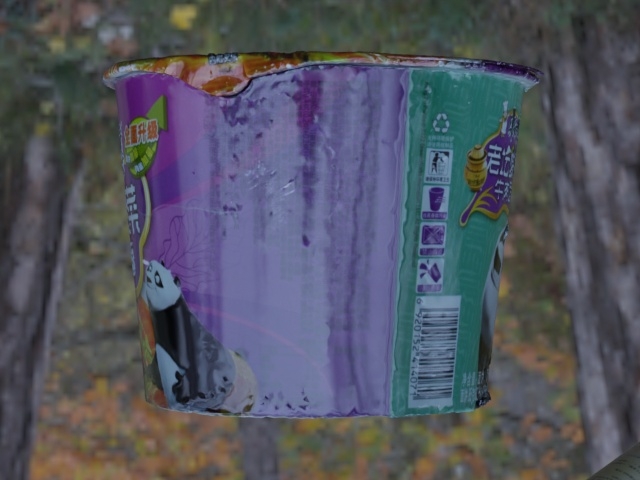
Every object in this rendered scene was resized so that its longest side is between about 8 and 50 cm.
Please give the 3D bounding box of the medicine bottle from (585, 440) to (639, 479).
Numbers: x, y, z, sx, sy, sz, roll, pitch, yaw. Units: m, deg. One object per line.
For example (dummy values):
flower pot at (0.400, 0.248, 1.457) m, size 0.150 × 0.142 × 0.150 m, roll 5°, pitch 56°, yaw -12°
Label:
medicine bottle at (0.206, 0.205, 1.308) m, size 0.231 × 0.059 × 0.059 m, roll -26°, pitch 163°, yaw -39°

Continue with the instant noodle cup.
instant noodle cup at (0.000, 0.000, 1.002) m, size 0.251 × 0.190 × 0.251 m, roll 1°, pitch 180°, yaw 0°
